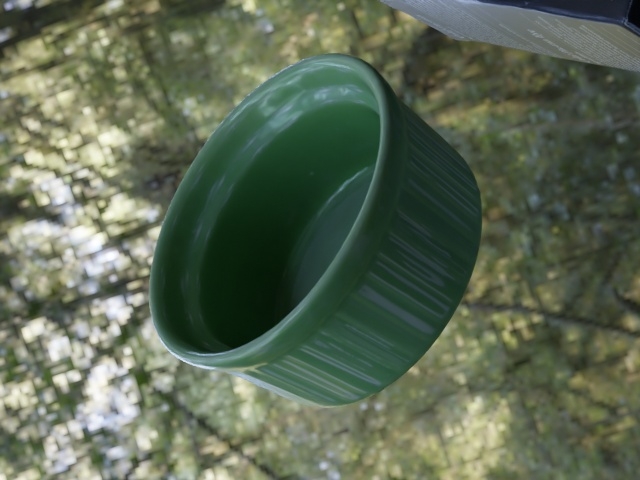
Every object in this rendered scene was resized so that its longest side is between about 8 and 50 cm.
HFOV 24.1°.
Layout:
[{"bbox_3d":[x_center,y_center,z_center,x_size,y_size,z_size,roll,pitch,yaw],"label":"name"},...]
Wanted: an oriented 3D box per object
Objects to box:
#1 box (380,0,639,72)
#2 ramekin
[{"bbox_3d":[0.231,-0.335,1.282,0.179,0.312,0.343,19,-90,-45],"label":"box"},{"bbox_3d":[0.000,0.000,1.333,0.148,0.303,0.303,32,-145,-33],"label":"ramekin"}]
